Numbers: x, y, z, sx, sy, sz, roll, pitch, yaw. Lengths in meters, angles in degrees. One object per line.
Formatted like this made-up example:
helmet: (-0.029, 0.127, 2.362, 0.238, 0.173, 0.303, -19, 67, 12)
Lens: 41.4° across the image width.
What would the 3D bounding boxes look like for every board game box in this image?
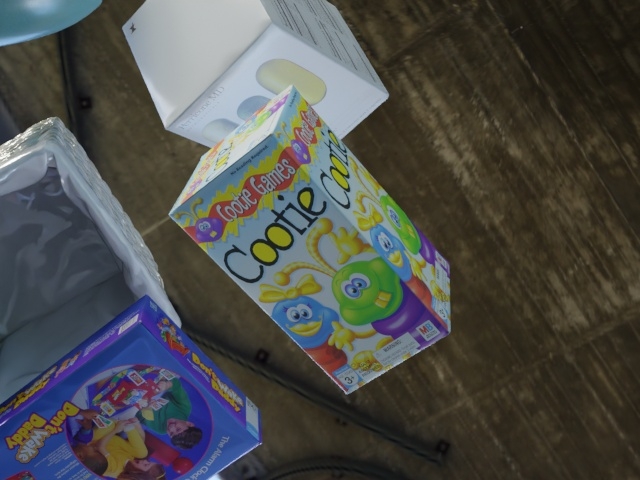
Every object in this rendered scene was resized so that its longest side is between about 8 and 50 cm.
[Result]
board game box: (-0.284, 0.264, 1.109, 0.347, 0.078, 0.233, -36, -69, 10)
board game box: (0.000, 0.000, 0.899, 0.142, 0.144, 0.275, -35, -70, 24)

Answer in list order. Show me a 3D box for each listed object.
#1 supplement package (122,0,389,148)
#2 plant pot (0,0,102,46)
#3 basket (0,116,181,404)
supplement package: (-0.085, -0.242, 1.153, 0.199, 0.262, 0.198, -40, -121, 22)
plant pot: (-0.430, -0.409, 1.167, 0.235, 0.293, 0.293, -9, -76, -18)
basket: (-0.429, 0.041, 1.213, 0.328, 0.266, 0.331, -31, -64, -4)
